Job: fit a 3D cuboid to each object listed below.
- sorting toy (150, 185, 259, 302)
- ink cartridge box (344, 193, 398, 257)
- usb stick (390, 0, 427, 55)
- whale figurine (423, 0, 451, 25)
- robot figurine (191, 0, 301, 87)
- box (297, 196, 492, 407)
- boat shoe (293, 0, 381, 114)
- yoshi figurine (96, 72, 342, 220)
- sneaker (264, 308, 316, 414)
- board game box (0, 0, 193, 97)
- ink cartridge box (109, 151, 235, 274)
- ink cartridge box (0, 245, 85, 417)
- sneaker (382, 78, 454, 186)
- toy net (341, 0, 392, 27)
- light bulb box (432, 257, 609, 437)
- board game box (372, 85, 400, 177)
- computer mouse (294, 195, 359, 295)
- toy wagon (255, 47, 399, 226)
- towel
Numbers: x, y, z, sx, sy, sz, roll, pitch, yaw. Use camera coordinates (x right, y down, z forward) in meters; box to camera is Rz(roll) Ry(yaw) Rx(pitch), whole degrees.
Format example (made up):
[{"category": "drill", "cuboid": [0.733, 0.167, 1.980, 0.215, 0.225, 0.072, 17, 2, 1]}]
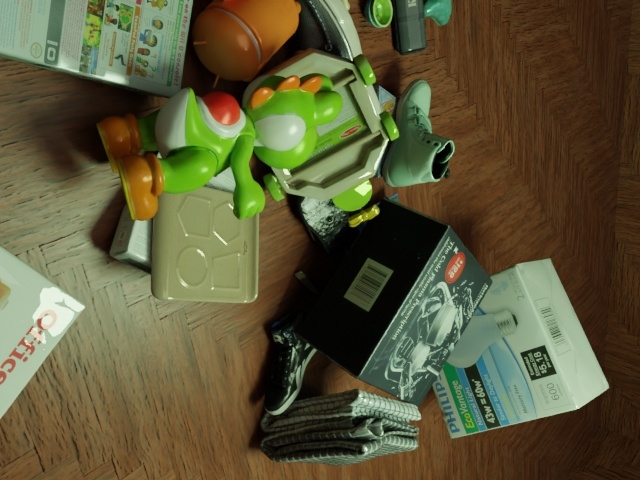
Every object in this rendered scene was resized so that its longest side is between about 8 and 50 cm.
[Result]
[{"category": "sorting toy", "cuboid": [-0.191, 0.007, 0.970, 0.208, 0.038, 0.193, 9, 77, -49]}, {"category": "ink cartridge box", "cuboid": [0.157, 0.064, 1.394, 0.185, 0.065, 0.311, -26, 117, -25]}, {"category": "usb stick", "cuboid": [0.190, -0.558, 1.284, 0.077, 0.045, 0.278, -13, 114, -7]}, {"category": "whale figurine", "cuboid": [0.302, -0.642, 1.324, 0.216, 0.141, 0.272, 3, 99, -48]}, {"category": "robot figurine", "cuboid": [-0.123, -0.354, 0.951, 0.128, 0.158, 0.219, 42, 66, -11]}, {"category": "box", "cuboid": [0.175, 0.142, 1.245, 0.343, 0.179, 0.312, -58, 141, -5]}, {"category": "boat shoe", "cuboid": [-0.006, -0.317, 1.092, 0.158, 0.127, 0.340, -45, 128, -18]}, {"category": "yoshi figurine", "cuboid": [-0.137, -0.146, 0.899, 0.362, 0.203, 0.204, -22, 107, -18]}, {"category": "sneaker", "cuboid": [-0.082, 0.241, 1.204, 0.121, 0.079, 0.217, 52, 54, -38]}, {"category": "board game box", "cuboid": [-0.322, -0.332, 0.766, 0.303, 0.097, 0.224, 5, 98, -46]}, {"category": "ink cartridge box", "cuboid": [-0.237, -0.046, 0.985, 0.189, 0.066, 0.232, 35, 54, -46]}, {"category": "ink cartridge box", "cuboid": [-0.506, 0.069, 0.624, 0.279, 0.160, 0.385, -58, 135, -19]}, {"category": "sneaker", "cuboid": [0.238, -0.236, 1.258, 0.094, 0.151, 0.256, 25, 76, -45]}, {"category": "toy net", "cuboid": [0.069, -0.527, 1.174, 0.232, 0.045, 0.122, 10, 93, -48]}, {"category": "light bulb box", "cuboid": [0.467, 0.279, 1.496, 0.225, 0.361, 0.358, -2, 67, -46]}, {"category": "board game box", "cuboid": [0.155, -0.262, 1.321, 0.194, 0.060, 0.194, -28, 116, -42]}, {"category": "computer mouse", "cuboid": [0.000, 0.000, 1.238, 0.184, 0.060, 0.262, -42, 122, -2]}, {"category": "toy wagon", "cuboid": [0.009, -0.174, 1.080, 0.267, 0.068, 0.344, -27, 124, 6]}, {"category": "towel", "cuboid": [0.046, 0.411, 1.227, 0.235, 0.283, 0.121, 29, 50, -45]}]
